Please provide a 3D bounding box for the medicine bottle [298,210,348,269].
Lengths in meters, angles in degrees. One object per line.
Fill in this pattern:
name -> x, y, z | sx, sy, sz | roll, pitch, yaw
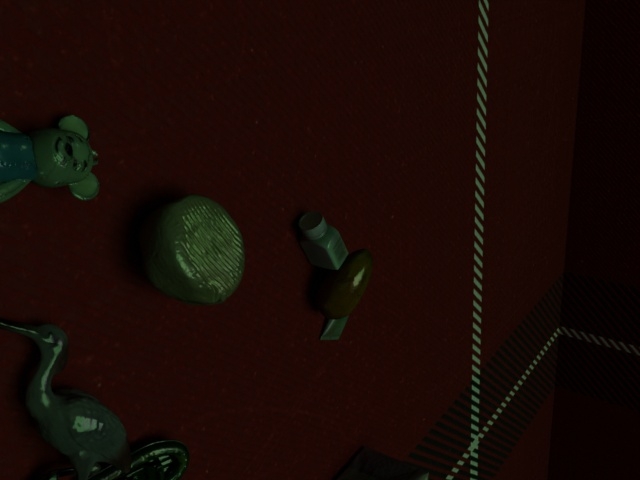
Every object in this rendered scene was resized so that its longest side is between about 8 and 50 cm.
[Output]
medicine bottle -> 0.000, 0.000, 1.322 | 0.055, 0.074, 0.118 | -55, 138, -27

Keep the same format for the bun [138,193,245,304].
bun -> -0.204, 0.021, 1.014 | 0.166, 0.113, 0.173 | -22, 95, -55

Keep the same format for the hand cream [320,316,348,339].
hand cream -> 0.050, 0.141, 1.471 | 0.076, 0.047, 0.174 | 11, 100, -55

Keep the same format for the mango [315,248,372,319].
mango -> 0.052, 0.095, 1.376 | 0.165, 0.089, 0.115 | -55, 175, 35

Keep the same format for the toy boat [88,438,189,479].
toy boat -> -0.298, 0.384, 1.053 | 0.210, 0.052, 0.104 | -17, 112, -47

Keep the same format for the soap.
soap -> 0.143, 0.633, 1.621 | 0.182, 0.199, 0.138 | -35, 125, -44

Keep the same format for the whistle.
whistle -> -0.368, -0.099, 0.784 | 0.235, 0.077, 0.114 | -9, 89, -50

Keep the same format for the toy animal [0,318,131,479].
toy animal -> -0.348, 0.248, 0.908 | 0.195, 0.090, 0.324 | -5, 103, -44
